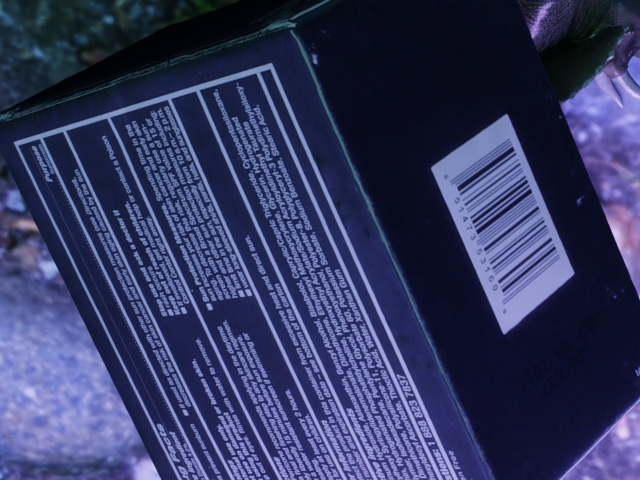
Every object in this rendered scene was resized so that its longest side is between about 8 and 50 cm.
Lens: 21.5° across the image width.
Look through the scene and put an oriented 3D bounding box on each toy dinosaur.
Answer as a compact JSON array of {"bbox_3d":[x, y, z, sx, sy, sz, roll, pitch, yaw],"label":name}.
[{"bbox_3d":[0.074,-0.164,1.038,0.313,0.121,0.160,7,107,1],"label":"toy dinosaur"}]

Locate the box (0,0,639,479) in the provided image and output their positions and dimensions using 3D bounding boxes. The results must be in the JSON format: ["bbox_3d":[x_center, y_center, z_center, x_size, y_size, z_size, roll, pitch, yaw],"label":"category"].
[{"bbox_3d":[0.000,0.000,1.007,0.294,0.182,0.296,-10,109,47],"label":"box"}]
